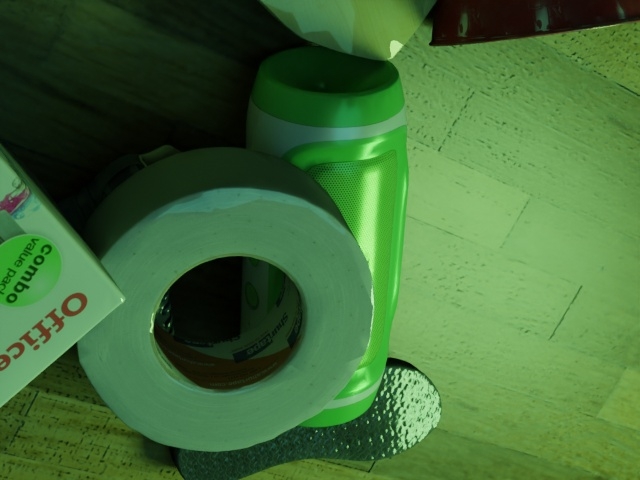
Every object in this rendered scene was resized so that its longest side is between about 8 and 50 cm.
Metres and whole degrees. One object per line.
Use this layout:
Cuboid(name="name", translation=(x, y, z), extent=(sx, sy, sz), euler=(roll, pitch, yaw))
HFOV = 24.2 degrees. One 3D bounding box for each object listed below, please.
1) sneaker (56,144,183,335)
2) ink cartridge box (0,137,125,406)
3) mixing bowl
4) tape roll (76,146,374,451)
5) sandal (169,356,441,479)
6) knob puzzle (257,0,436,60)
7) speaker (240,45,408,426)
Cuboid(name="sneaker", translation=(-0.119, 0.030, 1.176), extent=(0.163, 0.086, 0.226), euler=(-38, 128, -5))
Cuboid(name="ink cartridge box", translation=(-0.302, -0.023, 0.959), extent=(0.198, 0.197, 0.270), euler=(-41, 130, -5))
Cuboid(name="mixing bowl", translation=(0.169, -0.212, 1.181), extent=(0.181, 0.181, 0.098), euler=(-13, 100, -26))
Cuboid(name="tape roll", translation=(-0.073, 0.045, 1.097), extent=(0.219, 0.072, 0.219), euler=(-6, 117, -12))
Cuboid(name="sandal", translation=(-0.013, 0.154, 1.343), extent=(0.254, 0.054, 0.097), euler=(-7, 113, -18))
Cuboid(name="knob puzzle", translation=(0.020, -0.230, 1.132), extent=(0.213, 0.030, 0.213), euler=(-4, 101, -22))
Cuboid(name="speaker", translation=(0.000, 0.000, 1.209), extent=(0.131, 0.131, 0.296), euler=(-12, 121, -26))
